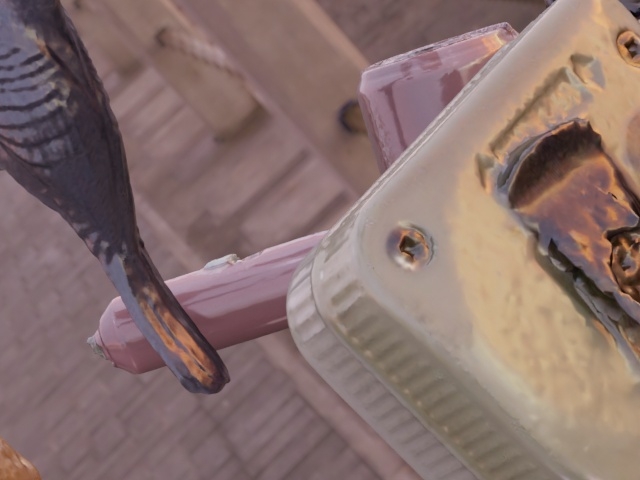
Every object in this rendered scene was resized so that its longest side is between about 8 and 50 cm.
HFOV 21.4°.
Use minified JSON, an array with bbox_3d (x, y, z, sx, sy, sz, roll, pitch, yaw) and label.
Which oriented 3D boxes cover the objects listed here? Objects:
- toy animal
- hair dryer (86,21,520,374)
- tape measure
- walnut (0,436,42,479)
[{"bbox_3d":[-0.188,-0.068,1.088,0.206,0.367,0.081,-2,20,31],"label":"toy animal"},{"bbox_3d":[0.000,0.000,1.170,0.352,0.210,0.125,-18,6,-1],"label":"hair dryer"},{"bbox_3d":[0.145,0.010,0.837,0.271,0.231,0.133,-48,3,-34],"label":"tape measure"},{"bbox_3d":[-0.308,0.217,1.375,0.166,0.166,0.149,-34,14,25],"label":"walnut"}]
